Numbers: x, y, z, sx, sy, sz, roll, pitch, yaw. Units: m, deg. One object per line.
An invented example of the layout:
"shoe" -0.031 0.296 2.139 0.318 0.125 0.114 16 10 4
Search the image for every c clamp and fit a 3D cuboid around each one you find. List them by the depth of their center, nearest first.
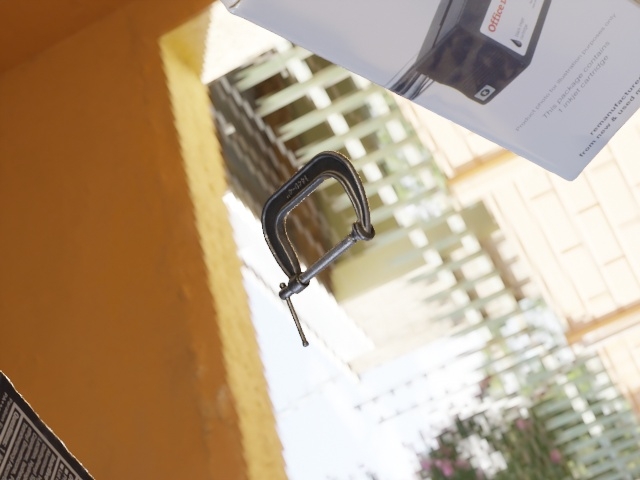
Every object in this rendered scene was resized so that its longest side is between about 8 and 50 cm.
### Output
"c clamp" 0.000 0.000 1.220 0.022 0.160 0.137 -10 -118 -44

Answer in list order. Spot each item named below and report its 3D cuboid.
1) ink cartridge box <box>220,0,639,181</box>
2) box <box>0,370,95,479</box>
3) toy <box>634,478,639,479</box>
"ink cartridge box" 0.050 -0.186 0.814 0.307 0.129 0.223 20 -154 -42
"box" -0.268 0.310 0.968 0.294 0.183 0.296 58 -149 -34
"toy" 0.215 0.229 0.950 0.056 0.237 0.136 -111 10 -76
